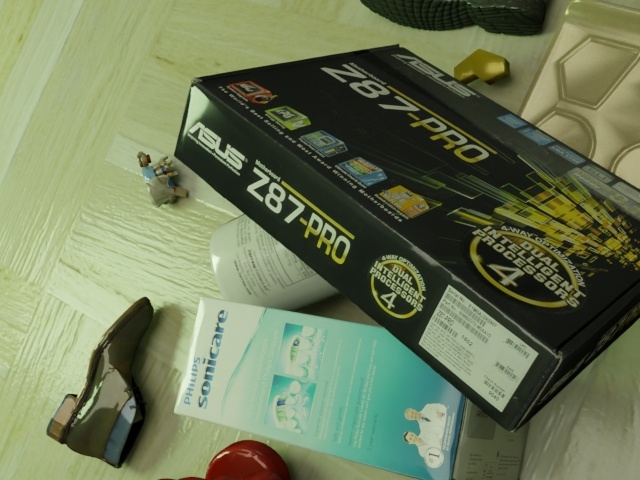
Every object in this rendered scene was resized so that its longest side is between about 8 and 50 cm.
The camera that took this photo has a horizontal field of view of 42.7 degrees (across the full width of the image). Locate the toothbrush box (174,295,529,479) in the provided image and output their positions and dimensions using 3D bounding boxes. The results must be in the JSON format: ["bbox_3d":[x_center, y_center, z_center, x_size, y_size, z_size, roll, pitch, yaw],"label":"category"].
[{"bbox_3d":[0.040,0.152,0.825,0.296,0.216,0.126,5,79,31],"label":"toothbrush box"}]

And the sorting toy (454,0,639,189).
[{"bbox_3d":[0.275,-0.137,0.876,0.307,0.041,0.229,26,98,31],"label":"sorting toy"}]

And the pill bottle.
[{"bbox_3d":[0.000,0.000,0.937,0.229,0.131,0.131,-23,67,21],"label":"pill bottle"}]

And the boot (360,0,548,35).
[{"bbox_3d":[0.171,-0.336,0.975,0.247,0.083,0.161,14,79,23],"label":"boot"}]

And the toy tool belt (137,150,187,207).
[{"bbox_3d":[-0.219,-0.089,1.134,0.051,0.052,0.083,-18,69,-10],"label":"toy tool belt"}]

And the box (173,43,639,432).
[{"bbox_3d":[0.112,-0.041,0.759,0.395,0.318,0.097,39,127,26],"label":"box"}]

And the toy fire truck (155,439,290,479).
[{"bbox_3d":[-0.126,0.384,0.898,0.302,0.169,0.253,-29,83,20],"label":"toy fire truck"}]

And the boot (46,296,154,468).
[{"bbox_3d":[-0.254,0.188,1.073,0.106,0.082,0.219,31,88,9],"label":"boot"}]
